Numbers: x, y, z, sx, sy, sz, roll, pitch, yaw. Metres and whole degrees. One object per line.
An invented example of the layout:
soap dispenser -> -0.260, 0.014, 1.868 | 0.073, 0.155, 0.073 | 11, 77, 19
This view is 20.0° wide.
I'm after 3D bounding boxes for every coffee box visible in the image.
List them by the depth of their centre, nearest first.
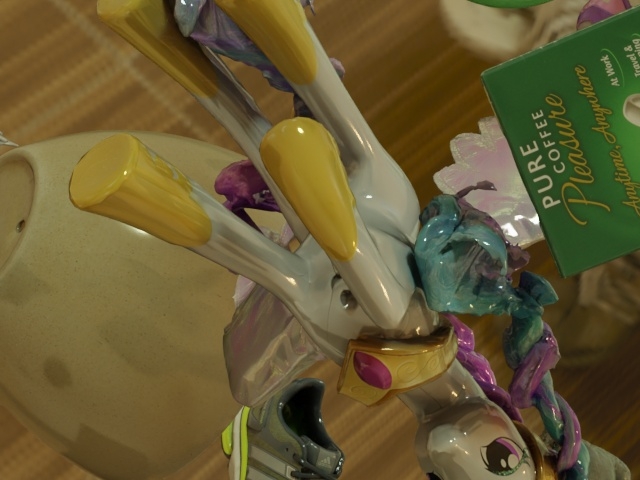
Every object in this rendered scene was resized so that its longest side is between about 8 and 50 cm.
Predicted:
coffee box -> 0.182, -0.066, 0.880 | 0.184, 0.040, 0.113 | -24, 91, 13

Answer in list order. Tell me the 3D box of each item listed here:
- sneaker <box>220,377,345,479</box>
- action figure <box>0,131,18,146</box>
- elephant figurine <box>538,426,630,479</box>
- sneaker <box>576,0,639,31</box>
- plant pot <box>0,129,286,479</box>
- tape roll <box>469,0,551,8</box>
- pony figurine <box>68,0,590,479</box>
sneaker -> -0.032, 0.275, 1.946 | 0.111, 0.121, 0.300 | 17, 47, -36
action figure -> -0.352, -0.010, 1.730 | 0.185, 0.285, 0.099 | 16, 33, 41
elephant figurine -> 0.261, 0.333, 1.873 | 0.186, 0.169, 0.239 | 24, 47, -35
sneaker -> 0.314, -0.147, 1.654 | 0.236, 0.104, 0.095 | 53, 32, -18
plant pot -> -0.181, 0.025, 1.416 | 0.191, 0.284, 0.284 | 30, 50, -34
tape roll -> 0.192, -0.395, 1.807 | 0.321, 0.321, 0.077 | -21, 27, -21
pony figurine -> 0.020, -0.002, 1.028 | 0.302, 0.363, 0.351 | -30, 31, 17
